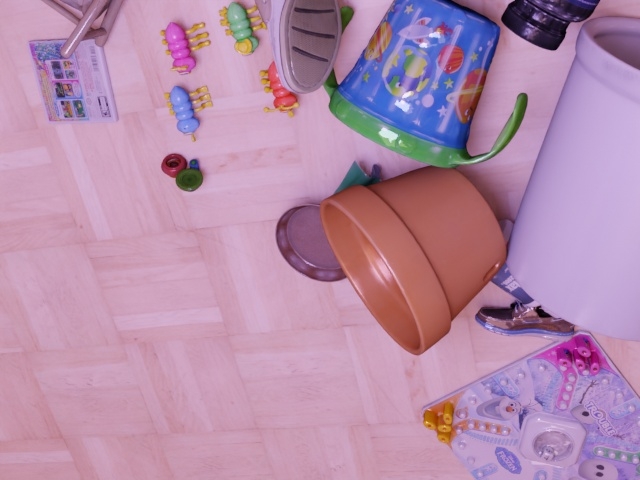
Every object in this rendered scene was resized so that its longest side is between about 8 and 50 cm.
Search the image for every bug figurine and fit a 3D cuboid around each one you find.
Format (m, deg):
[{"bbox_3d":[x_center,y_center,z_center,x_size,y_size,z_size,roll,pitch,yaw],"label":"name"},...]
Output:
[{"bbox_3d":[-0.169,-0.288,1.429,0.278,0.072,0.216,-11,114,19],"label":"bug figurine"}]

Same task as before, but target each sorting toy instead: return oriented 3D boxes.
[{"bbox_3d":[-0.252,-0.121,1.547,0.102,0.061,0.042,46,158,26],"label":"sorting toy"}]

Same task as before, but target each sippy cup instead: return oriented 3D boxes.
[{"bbox_3d":[0.159,-0.263,1.289,0.305,0.240,0.224,19,110,-14],"label":"sippy cup"}]

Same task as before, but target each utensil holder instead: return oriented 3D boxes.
[{"bbox_3d":[0.477,-0.093,1.239,0.327,0.328,0.386,17,123,4],"label":"utensil holder"}]

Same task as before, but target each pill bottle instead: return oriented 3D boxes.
[{"bbox_3d":[0.366,0.054,1.462,0.180,0.108,0.108,34,120,-6],"label":"pill bottle"},{"bbox_3d":[0.343,-0.378,1.135,0.122,0.123,0.219,27,121,-2],"label":"pill bottle"}]

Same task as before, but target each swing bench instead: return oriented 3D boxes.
[{"bbox_3d":[-0.427,-0.478,1.340,0.253,0.165,0.255,35,112,-5],"label":"swing bench"}]

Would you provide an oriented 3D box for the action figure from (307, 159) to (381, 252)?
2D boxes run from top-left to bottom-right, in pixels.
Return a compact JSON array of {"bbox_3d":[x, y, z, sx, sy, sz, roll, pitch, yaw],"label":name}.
[{"bbox_3d":[0.045,-0.042,1.514,0.137,0.063,0.232,40,126,-11],"label":"action figure"}]

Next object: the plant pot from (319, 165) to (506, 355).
[{"bbox_3d":[0.159,0.009,1.340,0.203,0.291,0.291,-32,110,-10],"label":"plant pot"}]

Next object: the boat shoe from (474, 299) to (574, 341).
[{"bbox_3d":[0.379,0.137,1.534,0.183,0.066,0.066,6,114,-1],"label":"boat shoe"}]

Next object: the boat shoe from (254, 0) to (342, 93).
[{"bbox_3d":[-0.041,-0.370,1.289,0.103,0.113,0.303,-5,83,51],"label":"boat shoe"}]

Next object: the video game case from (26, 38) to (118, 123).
[{"bbox_3d":[-0.454,-0.291,1.527,0.143,0.019,0.157,1,118,13],"label":"video game case"}]

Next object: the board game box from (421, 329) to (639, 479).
[{"bbox_3d":[0.464,0.410,1.662,0.390,0.050,0.390,-33,106,26],"label":"board game box"}]

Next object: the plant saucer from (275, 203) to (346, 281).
[{"bbox_3d":[0.000,0.000,1.509,0.168,0.029,0.169,12,128,16],"label":"plant saucer"}]
